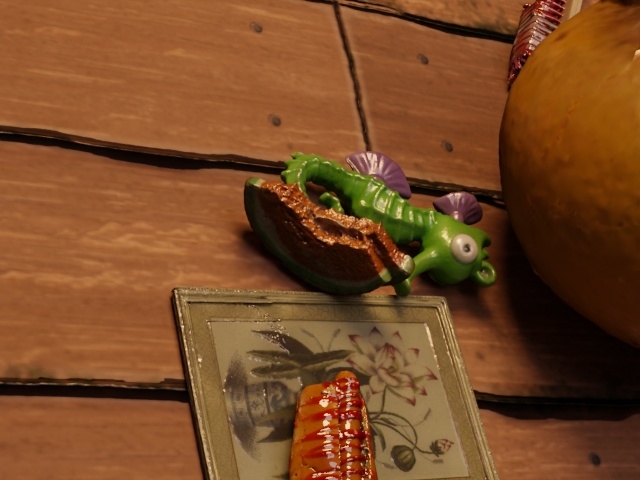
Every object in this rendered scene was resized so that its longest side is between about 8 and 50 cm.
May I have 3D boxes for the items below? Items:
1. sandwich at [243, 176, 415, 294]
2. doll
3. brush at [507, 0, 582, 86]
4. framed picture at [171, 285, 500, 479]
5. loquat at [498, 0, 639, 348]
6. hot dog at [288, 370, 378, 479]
[{"bbox_3d":[0.001,0.002,0.898,0.135,0.067,0.029,28,43,2],"label":"sandwich"},{"bbox_3d":[0.054,-0.015,0.959,0.190,0.050,0.115,28,42,-10],"label":"doll"},{"bbox_3d":[0.234,-0.254,1.230,0.050,0.060,0.321,24,49,-2],"label":"brush"},{"bbox_3d":[0.015,0.111,0.872,0.231,0.010,0.173,2,59,-31],"label":"framed picture"},{"bbox_3d":[0.308,-0.038,0.976,0.328,0.328,0.359,-45,131,-43],"label":"loquat"},{"bbox_3d":[0.010,0.150,0.807,0.062,0.038,0.144,17,52,-21],"label":"hot dog"}]
